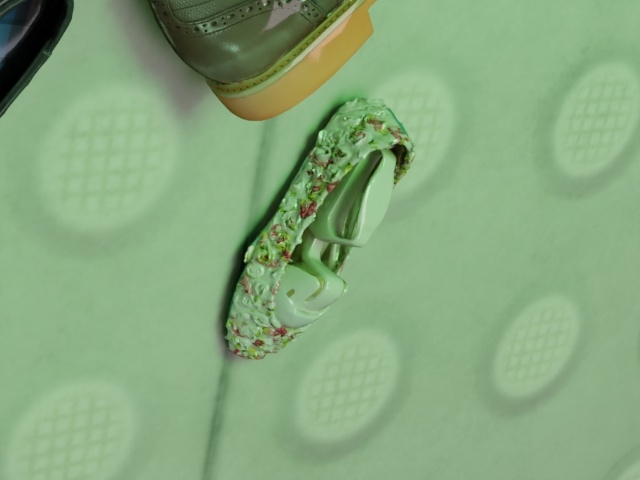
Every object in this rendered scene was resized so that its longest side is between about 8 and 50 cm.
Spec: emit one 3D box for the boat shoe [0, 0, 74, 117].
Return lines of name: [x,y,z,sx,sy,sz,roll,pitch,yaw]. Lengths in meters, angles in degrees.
boat shoe: [-0.235,-0.081,0.933,0.228,0.076,0.080,-50,136,-5]

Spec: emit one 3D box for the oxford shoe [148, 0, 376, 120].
oxford shoe: [0.031,-0.253,1.024,0.363,0.130,0.133,-50,129,-5]

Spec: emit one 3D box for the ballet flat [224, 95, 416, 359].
ballet flat: [0.000,0.000,1.179,0.091,0.077,0.241,15,105,-45]
